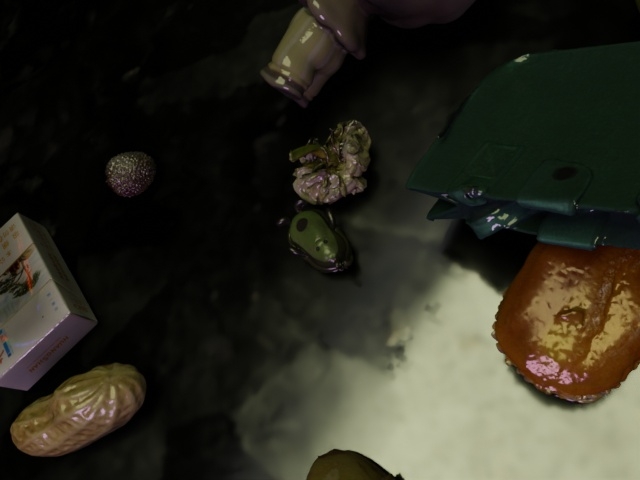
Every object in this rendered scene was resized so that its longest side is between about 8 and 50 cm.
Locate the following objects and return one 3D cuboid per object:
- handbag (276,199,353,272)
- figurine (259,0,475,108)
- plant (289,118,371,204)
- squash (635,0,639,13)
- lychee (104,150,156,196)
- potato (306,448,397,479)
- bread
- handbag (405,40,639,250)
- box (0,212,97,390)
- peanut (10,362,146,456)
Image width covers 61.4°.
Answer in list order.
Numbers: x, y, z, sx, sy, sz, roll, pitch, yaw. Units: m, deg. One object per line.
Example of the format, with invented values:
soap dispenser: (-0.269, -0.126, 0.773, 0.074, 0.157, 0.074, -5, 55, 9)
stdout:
handbag: (0.000, 0.000, 0.667, 0.072, 0.047, 0.111, -46, 57, 1)
figurine: (0.074, -0.332, 0.686, 0.380, 0.248, 0.203, -43, 64, 17)
plant: (0.002, -0.106, 0.673, 0.104, 0.122, 0.117, 7, 79, 37)
squash: (0.401, -0.257, 0.567, 0.122, 0.123, 0.187, -18, 58, 15)
lychee: (-0.293, -0.102, 0.828, 0.083, 0.068, 0.067, -25, 103, 8)
potato: (0.048, 0.320, 0.483, 0.120, 0.100, 0.261, -15, 64, 18)
bread: (0.250, 0.056, 0.505, 0.132, 0.114, 0.191, 32, 89, 28)
handbag: (0.262, -0.088, 0.480, 0.326, 0.089, 0.238, 16, 56, 49)
box: (-0.451, 0.088, 0.813, 0.149, 0.067, 0.233, -45, 60, 1)
peanut: (-0.310, 0.220, 0.685, 0.194, 0.093, 0.083, -28, 75, 8)
